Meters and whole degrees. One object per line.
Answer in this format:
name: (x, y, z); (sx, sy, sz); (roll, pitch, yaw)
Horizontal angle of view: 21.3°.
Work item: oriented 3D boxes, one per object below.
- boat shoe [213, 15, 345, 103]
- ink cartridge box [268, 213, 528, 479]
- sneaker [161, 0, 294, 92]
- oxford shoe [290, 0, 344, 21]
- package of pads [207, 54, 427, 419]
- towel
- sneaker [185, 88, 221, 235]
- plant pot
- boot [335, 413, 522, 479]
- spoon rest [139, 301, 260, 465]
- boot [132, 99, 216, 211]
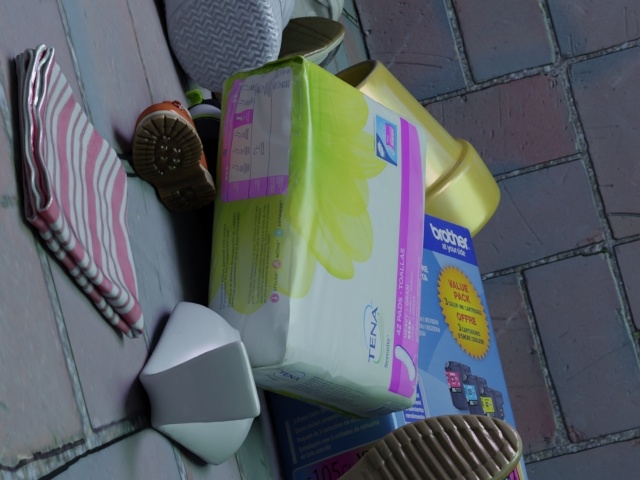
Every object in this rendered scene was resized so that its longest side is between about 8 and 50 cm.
boat shoe: (-0.047, -0.186, 1.928); (0.223, 0.080, 0.073); (-44, 144, -46)
ink cartridge box: (0.064, 0.108, 1.797); (0.270, 0.151, 0.395); (16, 55, -54)
sneaker: (-0.115, -0.342, 1.752); (0.210, 0.137, 0.365); (-69, 148, -77)
oxford shoe: (-0.097, -0.383, 1.941); (0.169, 0.130, 0.449); (29, -25, 39)
package of pads: (0.000, 0.000, 1.561); (0.229, 0.101, 0.296); (24, 63, -51)
towel: (-0.166, -0.031, 1.209); (0.197, 0.029, 0.144); (62, 16, -58)
sneaker: (-0.074, -0.044, 1.644); (0.097, 0.084, 0.234); (-95, 167, -55)
plant pot: (0.068, -0.093, 2.212); (0.239, 0.254, 0.254); (55, 14, -16)
boot: (0.079, 0.259, 1.575); (0.207, 0.248, 0.090); (66, 0, -58)
spoon rest: (-0.095, 0.112, 1.325); (0.276, 0.084, 0.137); (131, -54, -84)
boot: (-0.133, -0.091, 1.456); (0.158, 0.059, 0.084); (77, -2, -68)
